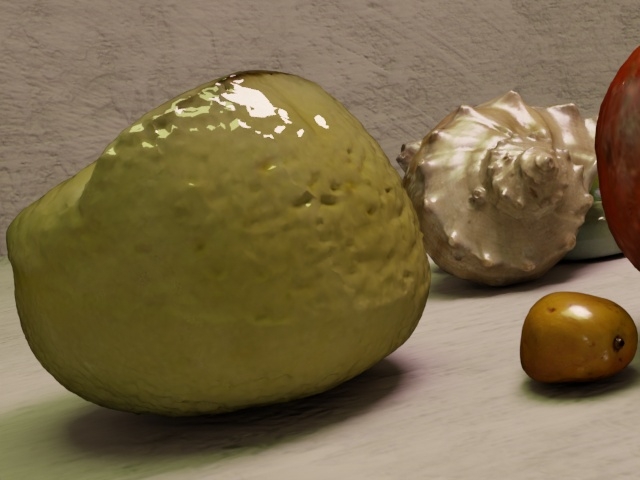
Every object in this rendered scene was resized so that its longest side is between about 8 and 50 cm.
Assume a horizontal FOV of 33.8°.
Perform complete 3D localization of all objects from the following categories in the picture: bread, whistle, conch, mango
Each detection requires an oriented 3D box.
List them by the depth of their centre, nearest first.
[{"bbox_3d":[0.174,0.064,0.727,0.080,0.060,0.114,-7,2,-4],"label":"mango"},{"bbox_3d":[-0.073,0.015,0.818,0.321,0.237,0.320,-20,-4,-2],"label":"bread"},{"bbox_3d":[0.196,-0.071,1.190,0.263,0.186,0.324,-37,13,-17],"label":"conch"},{"bbox_3d":[0.350,-0.017,1.196,0.258,0.067,0.126,-2,12,37],"label":"whistle"}]

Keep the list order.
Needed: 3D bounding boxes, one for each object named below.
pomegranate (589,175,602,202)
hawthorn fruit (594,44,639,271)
[{"bbox_3d":[0.353,-0.054,1.330,0.130,0.130,0.130,-9,6,1],"label":"pomegranate"},{"bbox_3d":[0.336,-0.069,0.745,0.285,0.284,0.284,-9,6,1],"label":"hawthorn fruit"}]
